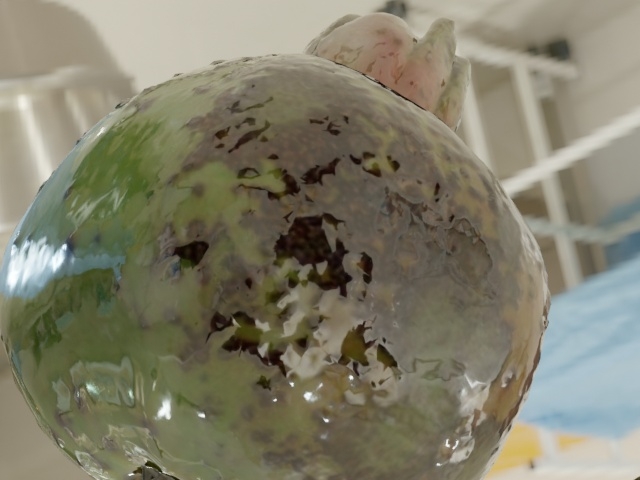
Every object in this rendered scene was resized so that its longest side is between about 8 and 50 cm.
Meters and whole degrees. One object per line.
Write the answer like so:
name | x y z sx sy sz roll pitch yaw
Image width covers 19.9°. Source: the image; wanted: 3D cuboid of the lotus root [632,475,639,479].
lotus root | 0.139 0.101 0.642 0.099 0.054 0.049 -29 150 24

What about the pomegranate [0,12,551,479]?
pomegranate | 0.000 0.000 0.959 0.285 0.340 0.285 18 144 14
